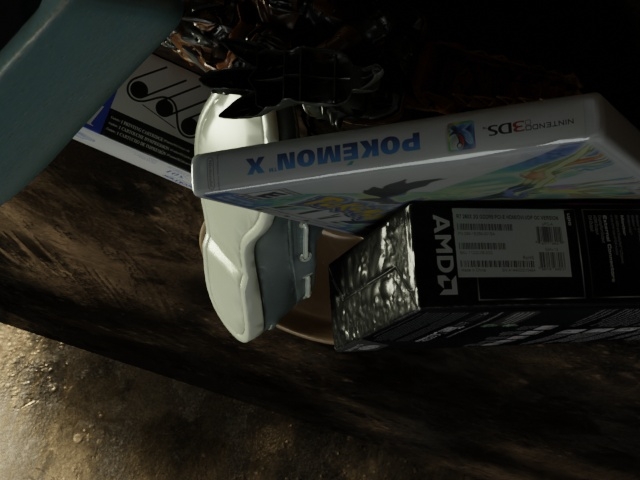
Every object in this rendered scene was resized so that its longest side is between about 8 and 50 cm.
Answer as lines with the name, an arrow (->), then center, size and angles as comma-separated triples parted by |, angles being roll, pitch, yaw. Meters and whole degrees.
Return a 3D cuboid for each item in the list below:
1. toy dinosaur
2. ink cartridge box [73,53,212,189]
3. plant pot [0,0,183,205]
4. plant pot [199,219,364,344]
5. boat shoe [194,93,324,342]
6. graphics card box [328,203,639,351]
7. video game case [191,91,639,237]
toy dinosaur -> 0.022, -0.151, 0.875 | 0.322, 0.164, 0.218 | -7, 170, 16
ink cartridge box -> -0.186, -0.131, 1.130 | 0.207, 0.097, 0.046 | 24, 161, -16
plant pot -> -0.233, -0.158, 0.779 | 0.247, 0.248, 0.252 | 51, -159, 10
plant pot -> 0.000, 0.000, 1.274 | 0.237, 0.110, 0.237 | 16, 143, 12
boat shoe -> -0.047, -0.035, 1.104 | 0.116, 0.099, 0.319 | 48, 149, 32
graphics card box -> 0.213, 0.036, 1.062 | 0.371, 0.094, 0.233 | -2, 168, -16
video game case -> 0.110, -0.045, 0.944 | 0.300, 0.036, 0.329 | -7, 171, 25
